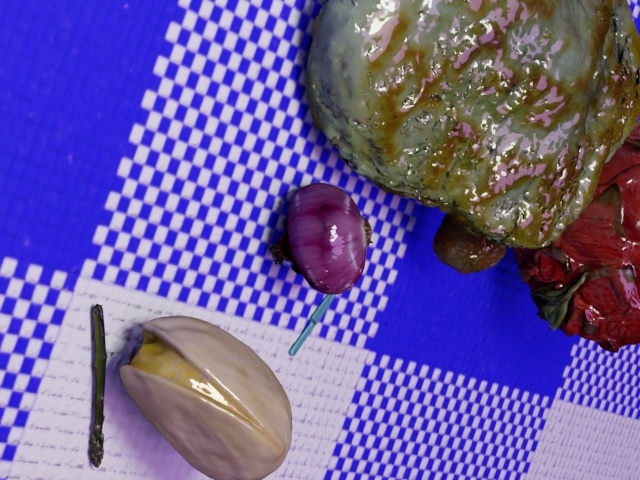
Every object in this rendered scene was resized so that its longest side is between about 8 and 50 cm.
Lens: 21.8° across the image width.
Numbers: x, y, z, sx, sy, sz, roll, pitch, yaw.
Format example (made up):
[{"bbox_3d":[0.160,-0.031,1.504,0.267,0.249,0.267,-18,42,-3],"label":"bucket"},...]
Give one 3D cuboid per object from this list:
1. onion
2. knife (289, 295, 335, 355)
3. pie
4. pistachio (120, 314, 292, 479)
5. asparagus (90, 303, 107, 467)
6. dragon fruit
[{"bbox_3d":[0.000,0.000,1.644,0.104,0.115,0.115,-18,135,4],"label":"onion"},{"bbox_3d":[-0.007,0.084,1.747,0.091,0.005,0.014,-54,145,-23],"label":"knife"},{"bbox_3d":[0.173,-0.197,1.709,0.395,0.180,0.418,-58,137,-16],"label":"pie"},{"bbox_3d":[-0.095,0.144,1.532,0.117,0.145,0.200,-55,135,-22],"label":"pistachio"},{"bbox_3d":[-0.199,0.132,1.497,0.013,0.016,0.166,-76,170,-68],"label":"asparagus"},{"bbox_3d":[0.355,-0.013,1.992,0.244,0.244,0.299,42,52,-54],"label":"dragon fruit"}]
